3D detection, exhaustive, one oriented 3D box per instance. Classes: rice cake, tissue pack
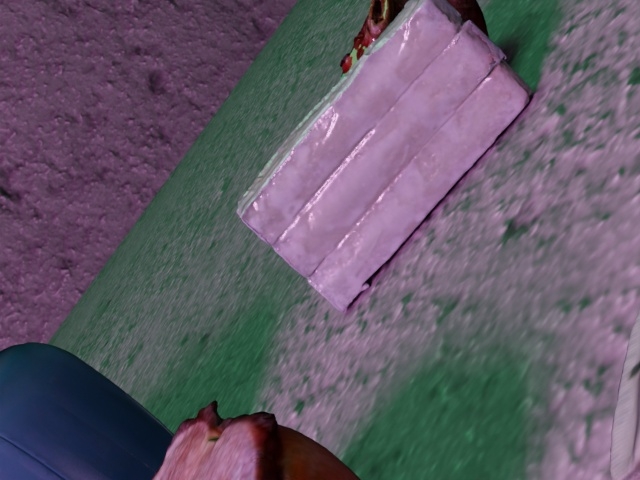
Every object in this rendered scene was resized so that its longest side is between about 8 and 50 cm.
[{"bbox_3d":[0.045,-0.062,0.929,0.211,0.124,0.038,-44,19,10],"label":"rice cake"},{"bbox_3d":[-0.231,0.224,0.891,0.287,0.198,0.206,-40,17,39],"label":"tissue pack"}]

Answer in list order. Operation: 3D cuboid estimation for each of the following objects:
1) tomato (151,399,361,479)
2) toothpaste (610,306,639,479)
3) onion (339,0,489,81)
[{"bbox_3d":[-0.039,0.174,0.531,0.199,0.112,0.228,-62,12,-10],"label":"tomato"},{"bbox_3d":[0.217,-0.046,0.356,0.392,0.061,0.099,-45,13,42],"label":"toothpaste"},{"bbox_3d":[0.076,-0.130,1.027,0.151,0.098,0.206,92,-157,-66],"label":"onion"}]
